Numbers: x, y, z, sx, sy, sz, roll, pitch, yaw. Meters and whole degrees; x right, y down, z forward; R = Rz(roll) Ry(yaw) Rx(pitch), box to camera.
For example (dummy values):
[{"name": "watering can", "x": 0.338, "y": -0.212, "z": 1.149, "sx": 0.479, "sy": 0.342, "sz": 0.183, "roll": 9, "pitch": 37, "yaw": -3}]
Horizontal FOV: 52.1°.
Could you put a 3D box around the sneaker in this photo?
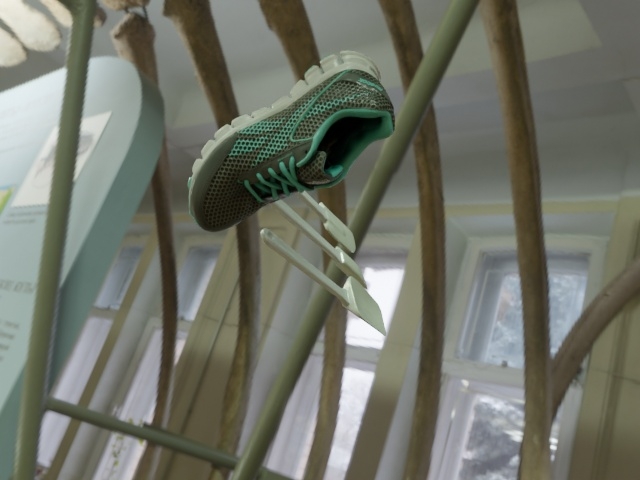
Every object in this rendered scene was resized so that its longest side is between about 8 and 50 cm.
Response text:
[{"name": "sneaker", "x": -0.020, "y": -0.057, "z": 0.440, "sx": 0.065, "sy": 0.166, "sz": 0.076, "roll": 42, "pitch": 12, "yaw": -41}]

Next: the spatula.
[{"name": "spatula", "x": 0.000, "y": 0.000, "z": 0.720, "sx": 0.019, "sy": 0.168, "sz": 0.242, "roll": -26, "pitch": -38, "yaw": 19}]
